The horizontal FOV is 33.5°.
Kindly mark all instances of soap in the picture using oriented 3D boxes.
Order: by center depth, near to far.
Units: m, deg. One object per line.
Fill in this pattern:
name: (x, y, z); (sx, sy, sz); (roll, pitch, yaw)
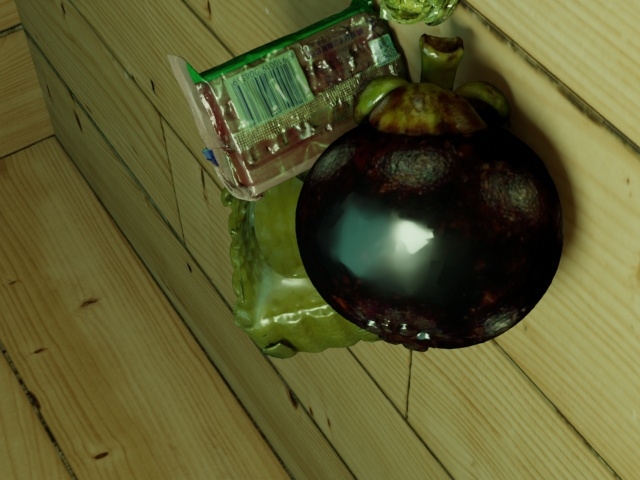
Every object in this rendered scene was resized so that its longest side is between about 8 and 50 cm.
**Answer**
soap: (-0.023, -0.180, 1.315); (0.098, 0.273, 0.218); (15, 130, 63)

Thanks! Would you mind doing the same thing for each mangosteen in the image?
mangosteen: (0.118, -0.032, 1.178); (0.297, 0.297, 0.313); (85, -177, -48)

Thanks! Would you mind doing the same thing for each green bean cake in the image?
green bean cake: (0.000, 0.000, 1.581); (0.202, 0.285, 0.310); (49, -152, -65)

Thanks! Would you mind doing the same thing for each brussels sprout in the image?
brussels sprout: (0.114, -0.272, 1.181); (0.085, 0.058, 0.085); (3, 94, 44)
